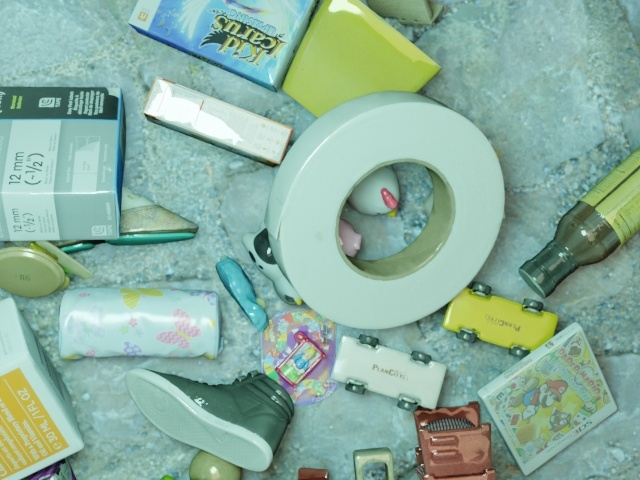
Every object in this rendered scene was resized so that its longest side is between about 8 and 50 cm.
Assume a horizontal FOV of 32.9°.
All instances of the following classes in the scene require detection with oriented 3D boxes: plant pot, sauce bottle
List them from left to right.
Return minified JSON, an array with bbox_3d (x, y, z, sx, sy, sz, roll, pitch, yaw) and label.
[{"bbox_3d":[0.051,-0.281,1.776,0.212,0.212,0.187,38,101,-6],"label":"plant pot"},{"bbox_3d":[0.489,-0.038,1.871,0.344,0.111,0.111,-40,95,-3],"label":"sauce bottle"}]

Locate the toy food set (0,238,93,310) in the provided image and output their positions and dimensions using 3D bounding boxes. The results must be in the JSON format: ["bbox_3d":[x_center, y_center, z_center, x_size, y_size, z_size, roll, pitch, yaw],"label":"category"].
[{"bbox_3d":[-0.468,0.047,1.741,0.192,0.038,0.132,-24,133,27],"label":"toy food set"}]

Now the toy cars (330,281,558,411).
[{"bbox_3d":[0.209,0.181,1.858,0.394,0.087,0.176,-24,87,-2],"label":"toy cars"}]

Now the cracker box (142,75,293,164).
[{"bbox_3d":[-0.168,-0.189,1.766,0.232,0.156,0.067,21,89,-6],"label":"cracker box"}]

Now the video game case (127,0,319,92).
[{"bbox_3d":[-0.144,-0.409,1.782,0.270,0.061,0.244,24,89,7],"label":"video game case"}]

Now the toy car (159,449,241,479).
[{"bbox_3d":[-0.186,0.398,1.813,0.155,0.149,0.188,34,59,-10],"label":"toy car"}]

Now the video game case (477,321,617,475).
[{"bbox_3d":[0.393,0.275,1.853,0.206,0.026,0.227,-35,125,-5],"label":"video game case"}]

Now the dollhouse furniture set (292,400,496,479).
[{"bbox_3d":[0.096,0.373,1.796,0.374,0.201,0.152,-5,92,0],"label":"dollhouse furniture set"}]

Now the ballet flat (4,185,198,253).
[{"bbox_3d":[-0.362,-0.035,1.776,0.316,0.107,0.106,-8,85,-8],"label":"ballet flat"}]

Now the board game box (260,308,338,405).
[{"bbox_3d":[-0.034,0.202,1.852,0.133,0.033,0.168,-2,91,-7],"label":"board game box"}]

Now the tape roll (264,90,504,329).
[{"bbox_3d":[0.105,-0.043,1.714,0.392,0.072,0.391,-9,117,-18],"label":"tape roll"}]

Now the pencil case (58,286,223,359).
[{"bbox_3d":[-0.296,0.141,1.780,0.273,0.113,0.124,-1,111,-6],"label":"pencil case"}]

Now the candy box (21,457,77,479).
[{"bbox_3d":[-0.514,0.435,1.738,0.234,0.159,0.071,-23,93,-6],"label":"candy box"}]

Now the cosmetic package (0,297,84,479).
[{"bbox_3d":[-0.625,0.301,1.663,0.453,0.161,0.230,-26,129,-8],"label":"cosmetic package"}]

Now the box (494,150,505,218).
[{"bbox_3d":[0.275,-0.085,1.885,0.081,0.028,0.136,-7,90,-7],"label":"box"}]

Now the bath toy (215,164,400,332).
[{"bbox_3d":[0.000,0.000,1.805,0.348,0.129,0.151,-40,129,-4],"label":"bath toy"}]

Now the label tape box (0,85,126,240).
[{"bbox_3d":[-0.484,-0.123,1.686,0.348,0.115,0.249,1,47,-8],"label":"label tape box"}]

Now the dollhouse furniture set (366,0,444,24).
[{"bbox_3d":[0.140,-0.576,1.835,0.303,0.198,0.286,-53,138,-26],"label":"dollhouse furniture set"}]

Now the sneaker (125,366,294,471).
[{"bbox_3d":[-0.177,0.267,1.813,0.296,0.147,0.104,23,129,19],"label":"sneaker"}]
